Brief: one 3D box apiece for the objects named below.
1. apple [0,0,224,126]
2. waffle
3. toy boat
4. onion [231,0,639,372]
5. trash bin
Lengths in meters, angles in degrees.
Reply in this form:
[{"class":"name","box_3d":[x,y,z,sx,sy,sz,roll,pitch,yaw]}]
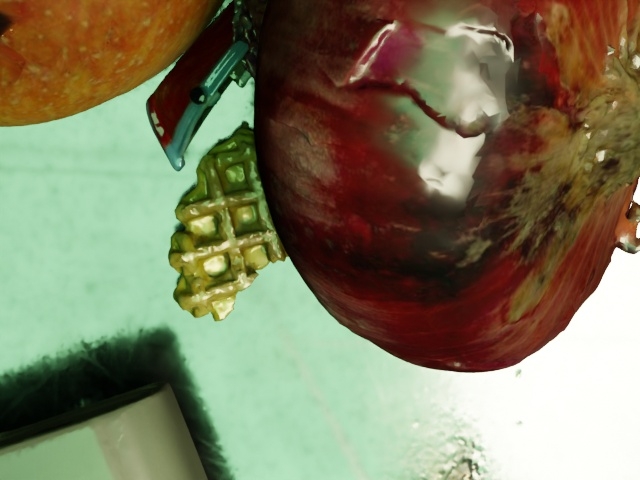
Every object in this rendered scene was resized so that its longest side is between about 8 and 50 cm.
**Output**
[{"class":"apple","box_3d":[-0.188,-0.183,1.166,0.309,0.277,0.250,16,109,27]},{"class":"waffle","box_3d":[-0.001,-0.001,1.299,0.194,0.051,0.149,19,95,-9]},{"class":"toy boat","box_3d":[-0.047,-0.119,1.274,0.059,0.069,0.173,42,86,0]},{"class":"onion","box_3d":[0.064,-0.101,1.158,0.285,0.347,0.348,20,96,29]},{"class":"trash bin","box_3d":[-0.135,0.233,1.246,0.219,0.219,0.250,-18,90,-2]}]
